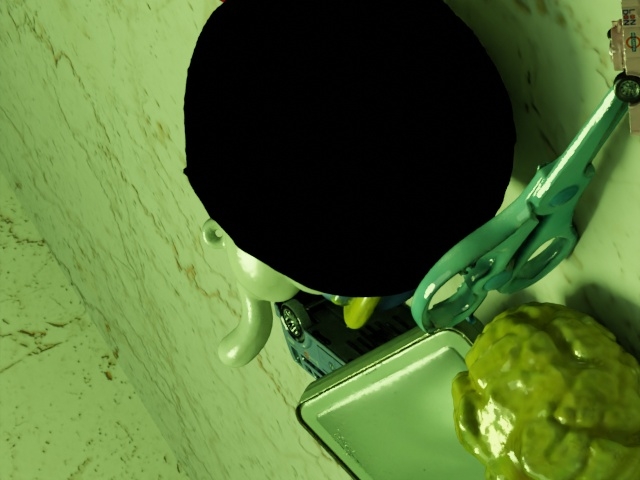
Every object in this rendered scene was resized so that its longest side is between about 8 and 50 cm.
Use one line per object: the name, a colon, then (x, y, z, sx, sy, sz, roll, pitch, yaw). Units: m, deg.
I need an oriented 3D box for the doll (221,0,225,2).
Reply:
doll: (-0.094, -0.301, 1.691, 0.217, 0.085, 0.183, 52, 167, -27)

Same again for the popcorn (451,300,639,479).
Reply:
popcorn: (0.235, 0.168, 1.438, 0.226, 0.200, 0.203, 10, 163, 25)

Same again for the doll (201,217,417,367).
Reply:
doll: (-0.004, 0.030, 1.630, 0.159, 0.243, 0.311, -115, 44, -62)

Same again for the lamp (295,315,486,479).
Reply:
lamp: (0.139, 0.220, 1.630, 0.269, 0.047, 0.266, -32, 104, 40)

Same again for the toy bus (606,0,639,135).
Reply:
toy bus: (0.245, -0.170, 1.067, 0.063, 0.090, 0.203, -74, -23, -51)

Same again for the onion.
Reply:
onion: (0.016, -0.123, 1.377, 0.336, 0.282, 0.260, 50, 159, 26)

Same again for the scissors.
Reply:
scissors: (0.194, -0.041, 1.294, 0.032, 0.180, 0.393, 56, 146, 21)

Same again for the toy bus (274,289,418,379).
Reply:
toy bus: (0.071, 0.145, 1.807, 0.292, 0.125, 0.133, 35, 144, 49)
